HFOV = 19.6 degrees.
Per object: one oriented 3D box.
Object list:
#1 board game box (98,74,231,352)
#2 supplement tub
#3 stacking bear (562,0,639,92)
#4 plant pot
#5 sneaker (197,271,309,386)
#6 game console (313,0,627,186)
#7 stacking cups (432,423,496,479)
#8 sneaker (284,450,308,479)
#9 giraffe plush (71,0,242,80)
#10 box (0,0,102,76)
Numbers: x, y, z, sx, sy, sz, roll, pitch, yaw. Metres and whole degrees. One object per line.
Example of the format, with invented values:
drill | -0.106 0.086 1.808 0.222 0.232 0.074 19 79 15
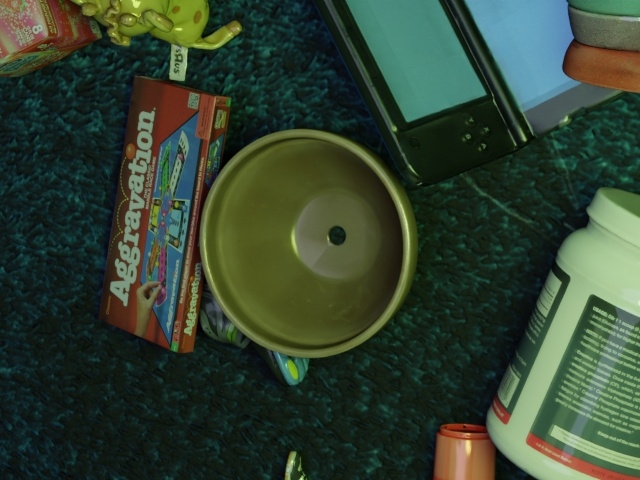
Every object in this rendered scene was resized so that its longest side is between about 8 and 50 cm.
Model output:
board game box | -0.173 -0.031 2.036 0.145 0.027 0.281 18 103 45
supplement tub | 0.293 0.105 1.809 0.191 0.191 0.272 27 104 17
stacking bear | 0.310 -0.295 1.733 0.164 0.175 0.289 6 108 19
plant pot | 0.000 0.000 1.957 0.237 0.110 0.237 2 95 21
sneaker | -0.083 0.090 2.028 0.188 0.067 0.078 46 116 16
game console | 0.153 -0.237 1.849 0.173 0.250 0.293 -33 82 48
stacking cups | 0.150 0.353 1.953 0.096 0.096 0.316 7 93 21
sneaker | -0.020 0.271 2.038 0.037 0.032 0.083 0 100 8
giraffe plush | -0.193 -0.273 1.972 0.181 0.170 0.210 -10 92 22
box | -0.361 -0.318 2.057 0.122 0.128 0.257 -22 86 22
